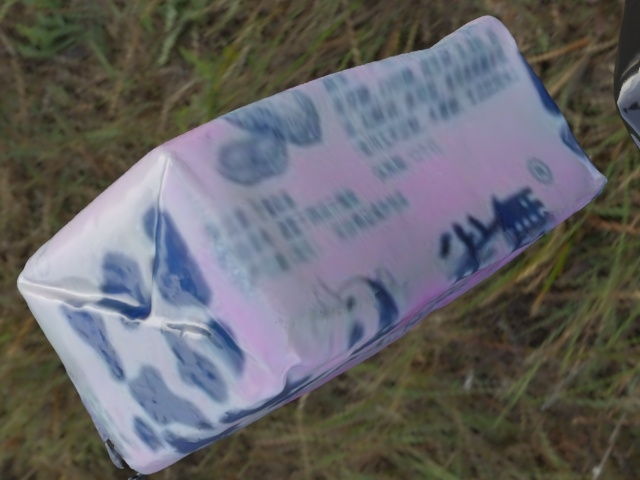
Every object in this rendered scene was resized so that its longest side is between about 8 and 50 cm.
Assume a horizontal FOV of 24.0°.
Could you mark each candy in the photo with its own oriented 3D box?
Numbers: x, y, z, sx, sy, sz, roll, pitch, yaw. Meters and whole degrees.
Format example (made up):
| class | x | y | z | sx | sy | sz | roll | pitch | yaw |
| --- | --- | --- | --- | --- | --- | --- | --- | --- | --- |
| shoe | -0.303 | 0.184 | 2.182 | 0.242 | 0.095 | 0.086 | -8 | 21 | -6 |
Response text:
| class | x | y | z | sx | sy | sz | roll | pitch | yaw |
| --- | --- | --- | --- | --- | --- | --- | --- | --- | --- |
| candy | 0.000 | 0.000 | 0.431 | 0.092 | 0.160 | 0.073 | -33 | 86 | 44 |

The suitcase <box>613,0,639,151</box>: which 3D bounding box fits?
| class | x | y | z | sx | sy | sz | roll | pitch | yaw |
| --- | --- | --- | --- | --- | --- | --- | --- | --- | --- |
| suitcase | 0.359 | -0.088 | 1.124 | 0.188 | 0.339 | 0.345 | -20 | 121 | 32 |
